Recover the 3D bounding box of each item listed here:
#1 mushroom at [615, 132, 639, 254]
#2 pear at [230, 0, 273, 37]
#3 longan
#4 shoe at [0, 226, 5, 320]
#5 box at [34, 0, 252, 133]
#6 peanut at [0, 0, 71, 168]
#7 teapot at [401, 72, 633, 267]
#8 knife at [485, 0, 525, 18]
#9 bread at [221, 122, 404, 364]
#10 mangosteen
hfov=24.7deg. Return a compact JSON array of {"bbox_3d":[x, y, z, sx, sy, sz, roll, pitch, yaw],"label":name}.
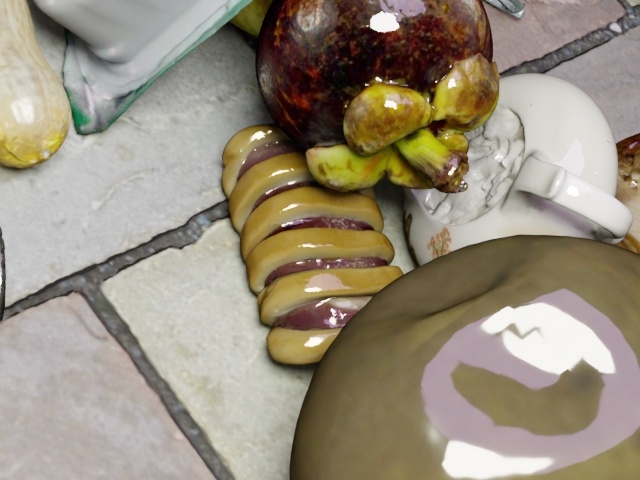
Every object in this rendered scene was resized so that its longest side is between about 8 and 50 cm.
[{"bbox_3d":[0.316,0.013,1.301,0.253,0.153,0.253,8,58,-14],"label":"mushroom"},{"bbox_3d":[0.013,-0.308,1.298,0.304,0.304,0.304,14,52,-18],"label":"pear"},{"bbox_3d":[0.134,0.142,1.051,0.350,0.288,0.288,-26,71,-26],"label":"longan"},{"bbox_3d":[-0.282,-0.015,1.078,0.077,0.074,0.194,-10,59,-19],"label":"shoe"},{"bbox_3d":[-0.134,-0.285,1.161,0.106,0.336,0.264,17,47,-45],"label":"box"},{"bbox_3d":[-0.261,-0.149,1.168,0.087,0.087,0.207,-12,63,-33],"label":"peanut"},{"bbox_3d":[0.155,-0.048,1.216,0.139,0.298,0.204,33,80,-34],"label":"teapot"},{"bbox_3d":[0.091,-0.324,1.485,0.278,0.053,0.123,48,8,16],"label":"knife"},{"bbox_3d":[0.000,0.000,1.197,0.134,0.081,0.225,-1,54,-28],"label":"bread"},{"bbox_3d":[0.051,-0.123,1.136,0.192,0.192,0.217,0,51,-27],"label":"mangosteen"}]
